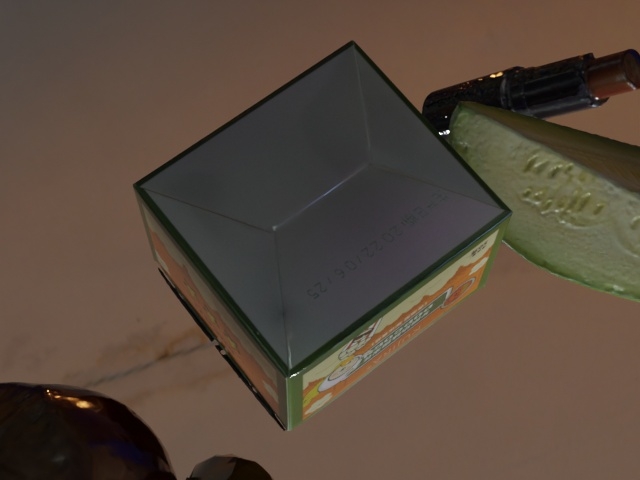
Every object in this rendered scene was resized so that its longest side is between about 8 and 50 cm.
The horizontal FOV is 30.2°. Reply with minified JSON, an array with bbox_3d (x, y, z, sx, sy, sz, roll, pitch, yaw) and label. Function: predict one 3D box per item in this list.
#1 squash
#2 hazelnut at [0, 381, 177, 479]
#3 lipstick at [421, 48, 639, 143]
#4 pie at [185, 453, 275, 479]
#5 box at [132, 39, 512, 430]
[{"bbox_3d":[0.254,-0.010,1.073,0.289,0.111,0.203,8,-146,-36],"label":"squash"},{"bbox_3d":[-0.176,0.171,0.689,0.204,0.178,0.178,-38,-125,7],"label":"hazelnut"},{"bbox_3d":[0.253,-0.175,1.437,0.300,0.081,0.081,-9,-134,46],"label":"lipstick"},{"bbox_3d":[-0.009,0.238,0.679,0.069,0.273,0.273,-29,-125,-12],"label":"pie"},{"bbox_3d":[0.000,0.000,0.855,0.195,0.148,0.177,-36,-108,-16],"label":"box"}]
